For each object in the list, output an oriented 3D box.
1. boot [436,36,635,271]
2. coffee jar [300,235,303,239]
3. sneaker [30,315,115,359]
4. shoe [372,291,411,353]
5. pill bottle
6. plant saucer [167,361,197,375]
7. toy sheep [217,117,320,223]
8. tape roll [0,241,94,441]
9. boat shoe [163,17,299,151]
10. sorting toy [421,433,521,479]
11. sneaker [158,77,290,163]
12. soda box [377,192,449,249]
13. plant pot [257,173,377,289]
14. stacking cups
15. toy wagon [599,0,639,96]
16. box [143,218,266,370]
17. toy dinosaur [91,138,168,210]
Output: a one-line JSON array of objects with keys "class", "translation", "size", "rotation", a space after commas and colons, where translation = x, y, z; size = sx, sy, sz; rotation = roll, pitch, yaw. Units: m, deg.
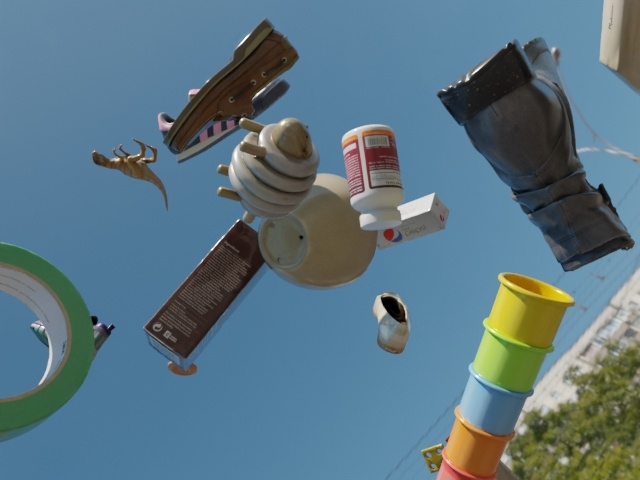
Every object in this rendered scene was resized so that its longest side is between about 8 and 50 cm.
[{"class": "boot", "translation": [0.238, -0.093, 0.663], "size": [0.118, 0.223, 0.338], "rotation": [-33, 2, 32]}, {"class": "coffee jar", "translation": [0.000, 0.000, 1.454], "size": [0.079, 0.184, 0.096], "rotation": [-14, -23, -36]}, {"class": "sneaker", "translation": [-0.556, 0.207, 1.379], "size": [0.098, 0.223, 0.083], "rotation": [-51, -42, -35]}, {"class": "shoe", "translation": [0.143, 0.142, 1.177], "size": [0.219, 0.076, 0.058], "rotation": [-79, 3, -71]}, {"class": "pill bottle", "translation": [0.084, -0.096, 0.958], "size": [0.086, 0.086, 0.152], "rotation": [5, -106, -48]}, {"class": "plant saucer", "translation": [-0.389, 0.361, 1.724], "size": [0.083, 0.083, 0.013], "rotation": [57, -152, -46]}, {"class": "toy sheep", "translation": [-0.049, -0.064, 0.586], "size": [0.091, 0.091, 0.132], "rotation": [-15, -26, -41]}, {"class": "tape roll", "translation": [-0.527, 0.153, 0.969], "size": [0.321, 0.321, 0.077], "rotation": [3, -32, -47]}, {"class": "boat shoe", "translation": [-0.167, -0.271, 1.157], "size": [0.104, 0.111, 0.307], "rotation": [42, -83, -16]}, {"class": "sorting toy", "translation": [0.321, 0.478, 1.171], "size": [0.132, 0.274, 0.046], "rotation": [-52, -18, 16]}, {"class": "sneaker", "translation": [-0.225, -0.300, 1.373], "size": [0.319, 0.112, 0.131], "rotation": [-29, -77, 11]}, {"class": "soda box", "translation": [0.225, -0.047, 1.605], "size": [0.074, 0.216, 0.069], "rotation": [46, -134, -25]}, {"class": "plant pot", "translation": [-0.036, -0.010, 1.416], "size": [0.191, 0.284, 0.284], "rotation": [-14, -58, -59]}, {"class": "stacking cups", "translation": [0.226, 0.203, 0.785], "size": [0.096, 0.096, 0.316], "rotation": [-1, -69, -46]}, {"class": "toy wagon", "translation": [0.437, -0.239, 0.560], "size": [0.344, 0.068, 0.267], "rotation": [-11, -59, 0]}, {"class": "box", "translation": [-0.288, 0.146, 1.628], "size": [0.381, 0.143, 0.191], "rotation": [-53, -4, -23]}, {"class": "toy dinosaur", "translation": [-0.402, -0.160, 1.369], "size": [0.064, 0.211, 0.112], "rotation": [-4, -61, -85]}]
